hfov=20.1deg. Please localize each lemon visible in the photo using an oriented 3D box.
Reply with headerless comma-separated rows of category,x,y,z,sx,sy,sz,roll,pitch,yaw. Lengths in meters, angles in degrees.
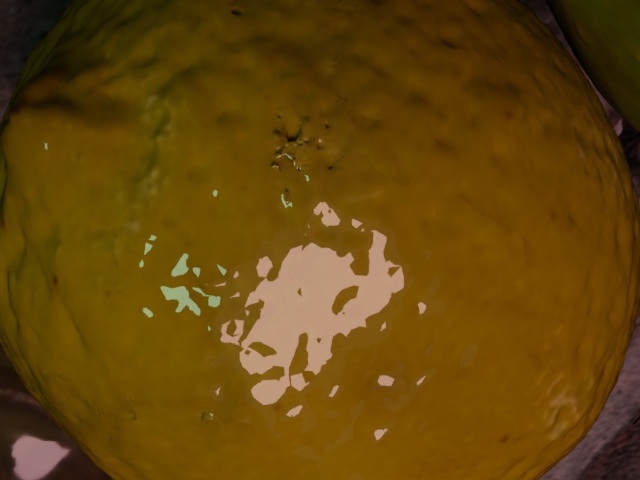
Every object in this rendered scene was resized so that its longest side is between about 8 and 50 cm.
lemon,-0.001,-0.001,0.884,0.336,0.336,0.336,-8,131,-9

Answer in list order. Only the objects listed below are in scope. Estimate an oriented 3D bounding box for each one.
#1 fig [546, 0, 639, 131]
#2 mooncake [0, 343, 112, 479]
fig,0.214,-0.171,0.847,0.258,0.258,0.326,-10,149,-8
mooncake,-0.237,0.127,1.025,0.284,0.155,0.284,-8,130,-10
